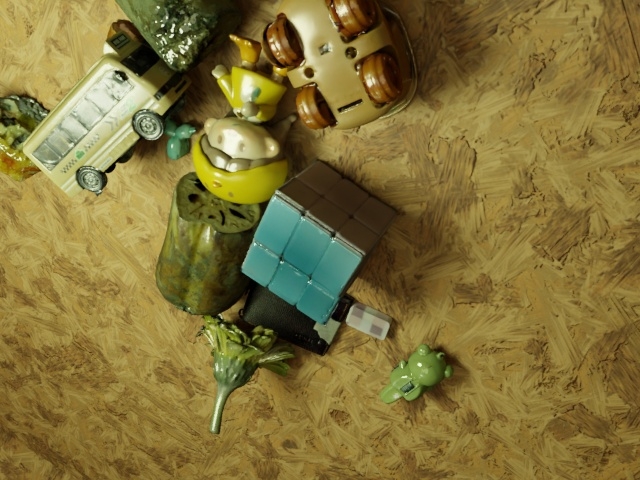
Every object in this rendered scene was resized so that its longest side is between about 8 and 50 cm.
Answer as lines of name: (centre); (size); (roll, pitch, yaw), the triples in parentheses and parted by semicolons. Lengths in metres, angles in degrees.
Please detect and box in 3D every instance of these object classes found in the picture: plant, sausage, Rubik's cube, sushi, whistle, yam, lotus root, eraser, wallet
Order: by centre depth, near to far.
yam: (-0.308, -0.495, 1.125); (0.195, 0.195, 0.300); (-36, 96, 35)
Rubik's cube: (0.000, 0.000, 1.226); (0.225, 0.221, 0.231); (33, 125, 7)
sausage: (-0.459, -0.372, 1.315); (0.109, 0.109, 0.270); (28, 124, 9)
lotus root: (-0.271, 0.031, 1.365); (0.251, 0.250, 0.345); (29, 124, 9)
whistle: (0.226, 0.335, 1.380); (0.105, 0.085, 0.227); (42, 124, 1)
eraser: (0.120, 0.198, 1.394); (0.105, 0.026, 0.065); (24, 126, 12)
wallet: (-0.071, 0.172, 1.449); (0.263, 0.071, 0.220); (26, 123, 3)
plant: (-0.243, 0.310, 1.485); (0.297, 0.306, 0.261); (-46, 63, -3)
sushi: (-0.795, -0.265, 1.490); (0.139, 0.184, 0.274); (-33, 103, 39)

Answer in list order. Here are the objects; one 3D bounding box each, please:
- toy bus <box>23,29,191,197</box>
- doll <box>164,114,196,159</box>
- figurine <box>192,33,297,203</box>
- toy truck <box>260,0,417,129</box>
toy bus: (-0.461, -0.265, 1.225); (0.366, 0.176, 0.202); (-34, 114, 26)
doll: (-0.364, -0.291, 1.343); (0.159, 0.059, 0.158); (44, 127, 0)
figurine: (-0.148, -0.240, 1.200); (0.215, 0.187, 0.343); (31, 118, 19)
toy truck: (0.047, -0.332, 1.035); (0.205, 0.211, 0.287); (-17, 111, 31)
